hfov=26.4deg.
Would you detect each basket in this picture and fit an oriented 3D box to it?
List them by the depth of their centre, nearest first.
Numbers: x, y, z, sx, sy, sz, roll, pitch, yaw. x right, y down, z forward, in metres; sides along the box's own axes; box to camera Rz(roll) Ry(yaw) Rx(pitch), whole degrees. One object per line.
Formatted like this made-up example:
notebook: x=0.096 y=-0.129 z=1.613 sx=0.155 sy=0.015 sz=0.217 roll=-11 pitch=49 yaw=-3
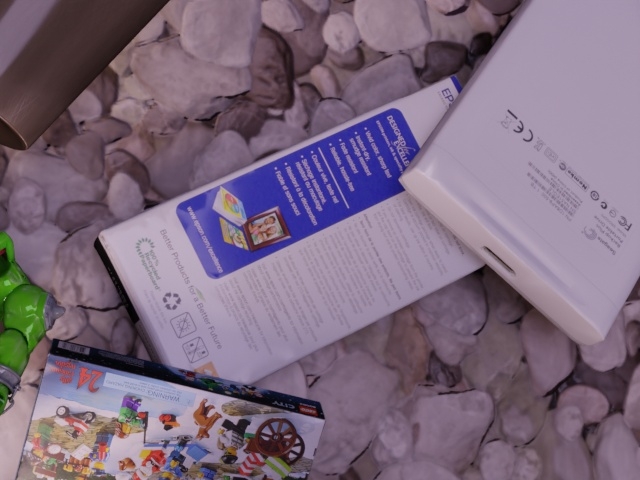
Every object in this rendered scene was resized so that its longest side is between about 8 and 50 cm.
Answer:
basket: x=-0.246 y=-0.205 z=1.172 sx=0.204 sy=0.154 sz=0.227 roll=33 pitch=75 yaw=-5

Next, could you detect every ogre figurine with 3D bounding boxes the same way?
ogre figurine: x=-0.295 y=0.052 z=1.121 sx=0.118 sy=0.097 sz=0.197 roll=-39 pitch=45 yaw=-23

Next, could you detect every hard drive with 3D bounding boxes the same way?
hard drive: x=0.250 y=-0.106 z=1.292 sx=0.233 sy=0.047 sz=0.353 roll=41 pitch=61 yaw=-9

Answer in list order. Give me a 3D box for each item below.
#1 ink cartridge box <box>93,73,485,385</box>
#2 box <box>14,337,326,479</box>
ink cartridge box: x=0.000 y=0.000 z=1.235 sx=0.371 sy=0.069 sz=0.176 roll=-26 pitch=86 yaw=-16
box: x=-0.129 y=0.187 z=1.132 sx=0.233 sy=0.044 sz=0.159 roll=14 pitch=101 yaw=-9
